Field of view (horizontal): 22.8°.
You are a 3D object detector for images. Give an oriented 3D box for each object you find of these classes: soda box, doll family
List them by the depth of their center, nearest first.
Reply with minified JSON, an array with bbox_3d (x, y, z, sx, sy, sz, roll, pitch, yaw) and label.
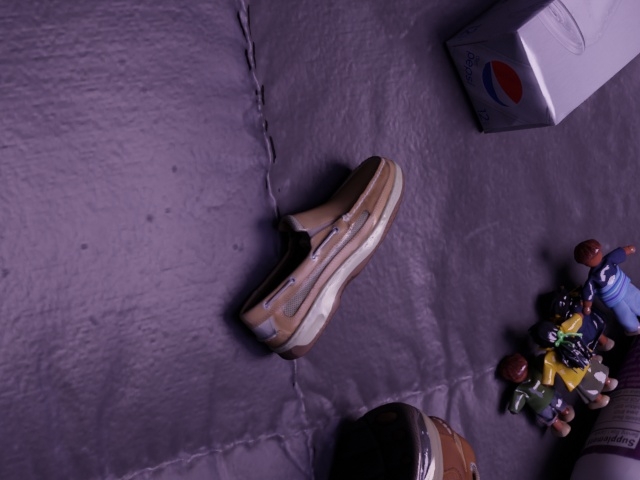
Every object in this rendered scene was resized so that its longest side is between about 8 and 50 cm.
[{"bbox_3d":[0.245,-0.211,1.459,0.286,0.091,0.098,-39,113,-34],"label":"soda box"},{"bbox_3d":[0.236,0.083,1.465,0.111,0.076,0.193,46,57,-25],"label":"doll family"}]

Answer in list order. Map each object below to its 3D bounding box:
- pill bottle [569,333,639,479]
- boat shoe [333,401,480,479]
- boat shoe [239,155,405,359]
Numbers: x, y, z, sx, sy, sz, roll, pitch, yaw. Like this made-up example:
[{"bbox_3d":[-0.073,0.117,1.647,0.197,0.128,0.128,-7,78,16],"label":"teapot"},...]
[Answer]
[{"bbox_3d":[0.334,0.201,1.479,0.169,0.169,0.301,44,63,-31],"label":"pill bottle"},{"bbox_3d":[0.071,0.299,1.291,0.120,0.122,0.324,20,78,-41],"label":"boat shoe"},{"bbox_3d":[0.000,0.000,1.272,0.072,0.068,0.190,39,65,-20],"label":"boat shoe"}]
